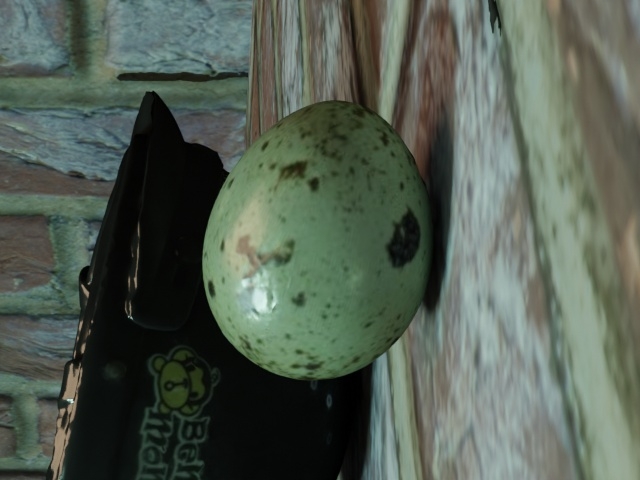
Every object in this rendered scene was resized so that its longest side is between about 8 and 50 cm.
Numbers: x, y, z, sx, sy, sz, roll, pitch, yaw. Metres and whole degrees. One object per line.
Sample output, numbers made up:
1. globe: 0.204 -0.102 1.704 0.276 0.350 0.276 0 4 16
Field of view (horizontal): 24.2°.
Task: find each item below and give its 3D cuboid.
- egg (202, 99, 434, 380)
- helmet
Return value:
1. egg: 0.000 0.000 0.549 0.085 0.085 0.110 -99 18 -63
2. helmet: -0.060 0.073 0.794 0.230 0.160 0.279 -114 40 -77
